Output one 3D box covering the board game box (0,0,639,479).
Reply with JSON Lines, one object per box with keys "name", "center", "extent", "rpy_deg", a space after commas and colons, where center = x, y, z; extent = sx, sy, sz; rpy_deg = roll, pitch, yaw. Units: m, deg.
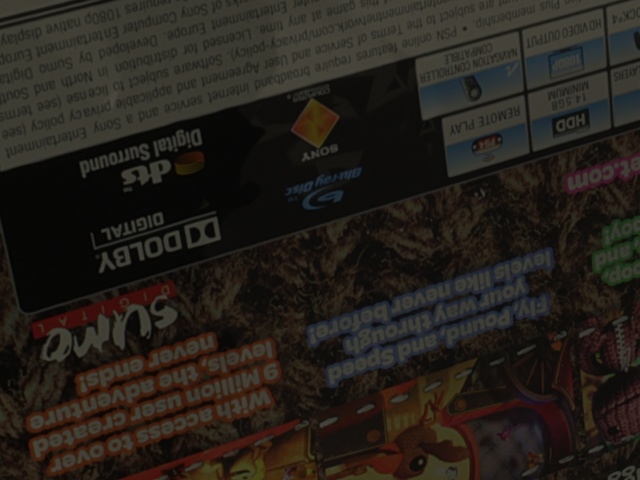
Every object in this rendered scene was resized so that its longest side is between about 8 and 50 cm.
{"name": "board game box", "center": [0.000, 0.000, 0.498], "extent": [0.232, 0.291, 0.141], "rpy_deg": [-17, 26, -20]}
